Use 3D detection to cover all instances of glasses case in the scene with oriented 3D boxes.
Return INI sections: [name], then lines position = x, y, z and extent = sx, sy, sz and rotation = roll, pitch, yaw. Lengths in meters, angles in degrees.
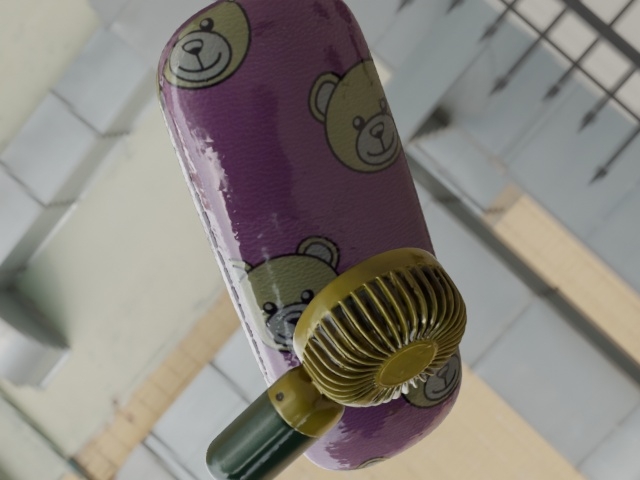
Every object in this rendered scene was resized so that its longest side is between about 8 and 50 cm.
[glasses case]
position = 0.000, 0.000, 0.827
extent = 0.076, 0.123, 0.316
rotation = 38, 151, 59

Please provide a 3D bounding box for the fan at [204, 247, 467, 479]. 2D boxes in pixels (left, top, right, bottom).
[fan]
position = 0.006, 0.069, 0.667
extent = 0.082, 0.155, 0.039
rotation = 21, -150, -54
